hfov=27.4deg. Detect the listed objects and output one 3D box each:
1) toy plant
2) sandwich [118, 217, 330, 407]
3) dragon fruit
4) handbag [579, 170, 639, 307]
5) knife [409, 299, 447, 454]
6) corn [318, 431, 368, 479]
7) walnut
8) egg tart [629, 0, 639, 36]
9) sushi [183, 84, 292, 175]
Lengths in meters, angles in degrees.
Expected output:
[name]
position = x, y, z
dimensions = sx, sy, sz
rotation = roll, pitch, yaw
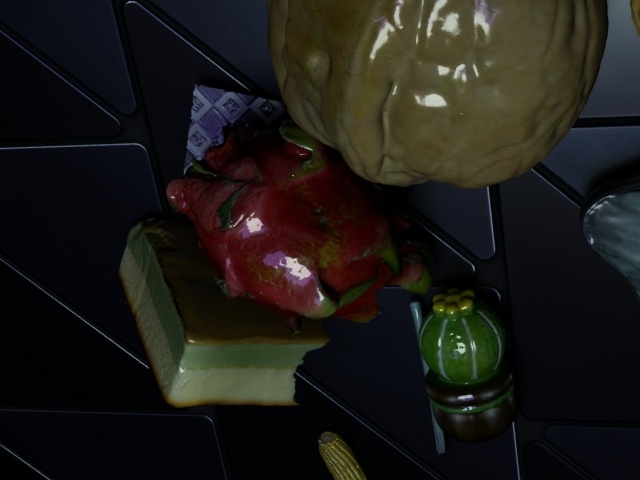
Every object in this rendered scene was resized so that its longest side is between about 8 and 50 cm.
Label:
[toy plant]
position = 0.150, 0.125, 1.349
dimensions = 0.092, 0.093, 0.162
rotation = -3, 119, 18
[sandwich]
position = -0.097, 0.068, 1.384
dimensions = 0.186, 0.220, 0.108
rotation = 2, 126, -28
[dragon fruit]
position = -0.012, -0.011, 1.259
dimensions = 0.200, 0.269, 0.198
rotation = 36, 105, 26
[handbag]
position = 0.402, -0.029, 1.199
dimensions = 0.332, 0.075, 0.191
rotation = -32, 110, 26
[knife]
position = 0.119, 0.153, 1.414
dimensions = 0.015, 0.028, 0.210
rotation = -18, 118, -10
[corn]
position = 0.027, 0.258, 1.497
dimensions = 0.037, 0.037, 0.092
rotation = -18, 115, 25
[walnut]
position = 0.094, -0.180, 1.086
dimensions = 0.277, 0.252, 0.313
rotation = 4, 134, 1
[egg tart]
position = 0.388, -0.165, 0.957
dimensions = 0.352, 0.352, 0.150
rotation = 31, 131, -3
[sushi]
position = -0.074, -0.093, 1.324
dimensions = 0.120, 0.026, 0.126
rotation = 14, 116, 6
